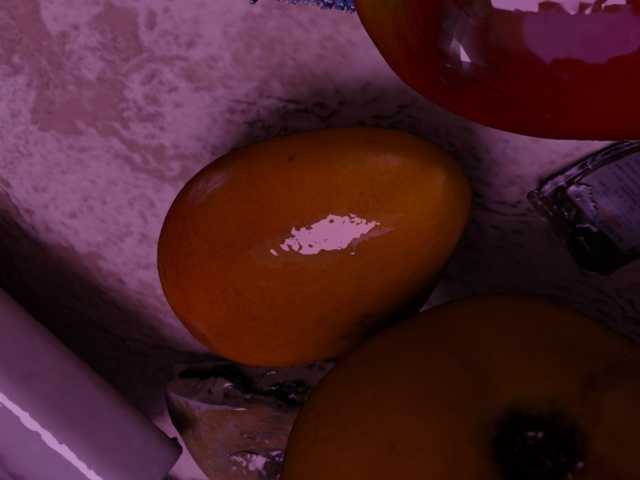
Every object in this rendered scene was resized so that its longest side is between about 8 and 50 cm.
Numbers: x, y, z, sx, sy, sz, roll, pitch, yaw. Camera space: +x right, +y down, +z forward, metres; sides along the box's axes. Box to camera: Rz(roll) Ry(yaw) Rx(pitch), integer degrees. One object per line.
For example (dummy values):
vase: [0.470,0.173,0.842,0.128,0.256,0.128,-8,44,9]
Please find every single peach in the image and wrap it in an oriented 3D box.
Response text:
peach: [0.119,-0.133,0.639,0.196,0.226,0.190,-165,61,-75]

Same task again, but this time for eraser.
eraser: [-0.223,0.076,1.099,0.270,0.095,0.174,43,152,-8]

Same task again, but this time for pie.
pie: [0.011,0.140,1.080,0.218,0.052,0.185,-2,138,37]

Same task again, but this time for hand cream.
hand cream: [0.169,-0.025,0.807,0.062,0.039,0.163,42,147,-19]

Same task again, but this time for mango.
mango: [0.118,0.192,0.894,0.264,0.221,0.378,36,161,42]
mango: [-0.002,0.005,0.892,0.141,0.102,0.217,35,145,-18]

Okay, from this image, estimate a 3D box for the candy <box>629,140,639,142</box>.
candy: [0.202,-0.077,0.722,0.202,0.061,0.061,-8,130,27]

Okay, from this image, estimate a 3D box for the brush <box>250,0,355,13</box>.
brush: [0.047,-0.114,0.786,0.178,0.030,0.033,11,129,23]
